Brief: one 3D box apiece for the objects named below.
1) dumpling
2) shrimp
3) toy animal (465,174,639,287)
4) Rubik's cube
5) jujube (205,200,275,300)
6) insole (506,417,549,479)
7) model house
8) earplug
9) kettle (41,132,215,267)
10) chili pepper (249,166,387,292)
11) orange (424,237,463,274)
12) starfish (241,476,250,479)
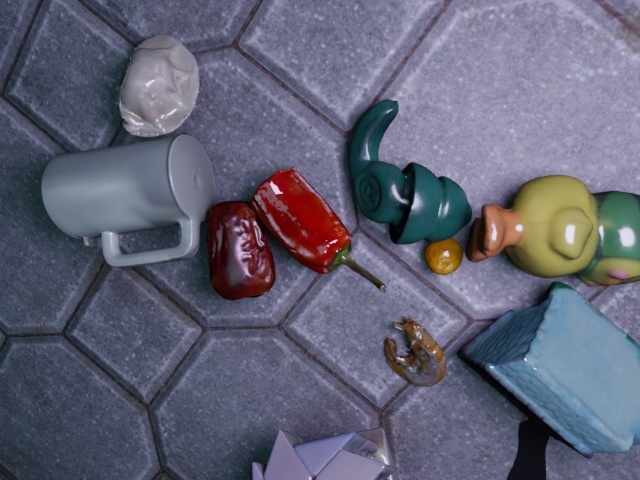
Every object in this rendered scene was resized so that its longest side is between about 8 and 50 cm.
[{"bbox_3d":[-0.351,-0.345,0.933,0.172,0.142,0.247,8,81,-6],"label":"dumpling"},{"bbox_3d":[0.209,0.259,0.968,0.132,0.052,0.188,-25,98,17],"label":"shrimp"},{"bbox_3d":[0.455,-0.022,0.779,0.338,0.216,0.191,7,77,9],"label":"toy animal"},{"bbox_3d":[0.040,0.612,0.948,0.387,0.358,0.368,-44,51,-6],"label":"Rubik's cube"},{"bbox_3d":[-0.184,0.023,0.960,0.155,0.155,0.230,-5,96,14],"label":"jujube"},{"bbox_3d":[0.486,0.525,0.985,0.086,0.005,0.253,5,104,11],"label":"insole"},{"bbox_3d":[0.458,0.274,0.858,0.280,0.230,0.249,43,149,4],"label":"model house"},{"bbox_3d":[0.179,-0.116,0.864,0.280,0.164,0.258,19,69,-3],"label":"earplug"},{"bbox_3d":[-0.423,-0.095,0.944,0.317,0.265,0.205,-6,141,12],"label":"kettle"},{"bbox_3d":[0.000,0.000,0.916,0.338,0.134,0.131,45,121,5],"label":"chili pepper"},{"bbox_3d":[0.260,0.031,0.896,0.083,0.070,0.083,2,125,3],"label":"orange"},{"bbox_3d":[-0.243,0.866,1.171,0.398,0.132,0.384,-35,100,4],"label":"starfish"}]
